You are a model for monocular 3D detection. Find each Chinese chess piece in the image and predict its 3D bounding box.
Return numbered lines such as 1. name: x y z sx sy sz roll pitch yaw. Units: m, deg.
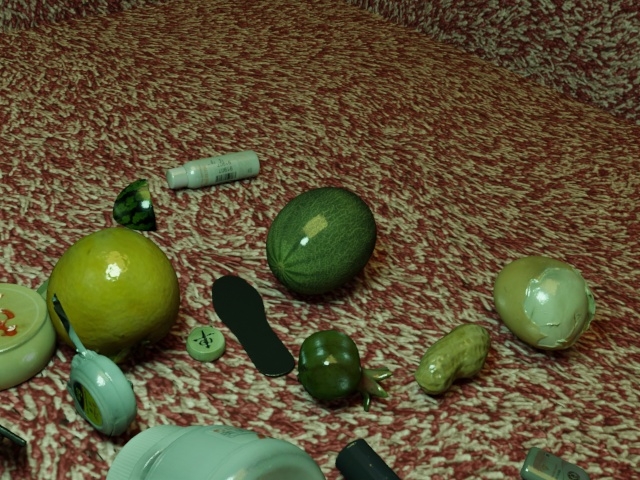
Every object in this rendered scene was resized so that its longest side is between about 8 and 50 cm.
1. Chinese chess piece: -0.660 0.189 1.474 0.250 0.097 0.251 5 35 -3
2. Chinese chess piece: -0.244 0.221 1.561 0.084 0.034 0.084 5 37 -4

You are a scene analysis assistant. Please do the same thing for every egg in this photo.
1. egg: 0.501 0.135 1.679 0.201 0.201 0.244 -11 25 -23

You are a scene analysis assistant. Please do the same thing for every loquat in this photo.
1. loquat: -0.416 0.118 1.485 0.274 0.275 0.275 5 36 -4

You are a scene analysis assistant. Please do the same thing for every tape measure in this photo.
1. tape measure: -0.392 0.213 1.290 0.164 0.331 0.084 29 43 25

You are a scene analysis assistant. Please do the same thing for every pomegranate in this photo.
1. pomegranate: 0.044 0.266 1.487 0.191 0.131 0.152 23 26 -18

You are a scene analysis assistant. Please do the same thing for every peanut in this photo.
1. peanut: 0.286 0.252 1.563 0.226 0.095 0.108 -26 50 -36

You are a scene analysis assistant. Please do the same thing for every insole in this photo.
1. insole: -0.159 0.185 1.649 0.118 0.009 0.348 -14 41 -25

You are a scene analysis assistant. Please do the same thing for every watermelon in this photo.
1. watermelon: -0.466 -0.094 1.917 0.125 0.136 0.094 15 0 16

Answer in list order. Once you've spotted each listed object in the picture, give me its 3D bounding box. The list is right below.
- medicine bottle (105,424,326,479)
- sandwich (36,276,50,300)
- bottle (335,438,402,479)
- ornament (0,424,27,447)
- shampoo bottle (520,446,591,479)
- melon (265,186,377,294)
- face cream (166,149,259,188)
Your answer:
1. medicine bottle: -0.160 0.397 1.084 0.306 0.245 0.245 -1 22 46
2. sandwich: -0.557 0.069 1.645 0.163 0.114 0.079 -23 46 -35
3. bottle: 0.124 0.452 1.273 0.082 0.072 0.244 12 22 -50
4. ornament: -0.616 0.379 1.223 0.153 0.166 0.196 37 68 -8
5. shampoo bottle: 0.461 0.449 1.368 0.165 0.040 0.080 22 37 21
6. melon: 0.000 0.000 1.737 0.237 0.238 0.301 26 40 24
7. face cream: -0.308 -0.198 2.091 0.268 0.082 0.082 -16 42 -28
